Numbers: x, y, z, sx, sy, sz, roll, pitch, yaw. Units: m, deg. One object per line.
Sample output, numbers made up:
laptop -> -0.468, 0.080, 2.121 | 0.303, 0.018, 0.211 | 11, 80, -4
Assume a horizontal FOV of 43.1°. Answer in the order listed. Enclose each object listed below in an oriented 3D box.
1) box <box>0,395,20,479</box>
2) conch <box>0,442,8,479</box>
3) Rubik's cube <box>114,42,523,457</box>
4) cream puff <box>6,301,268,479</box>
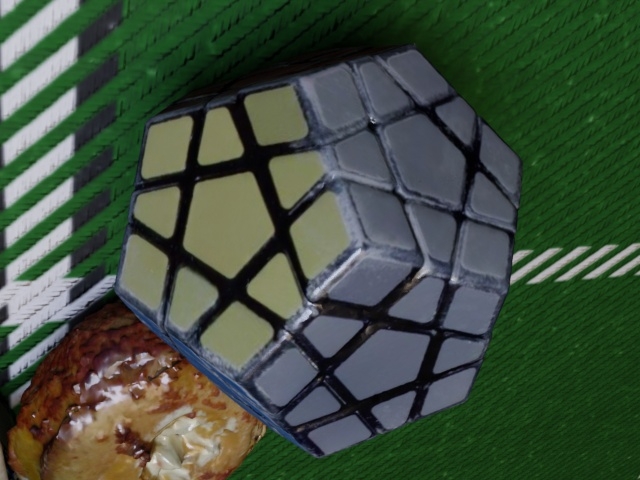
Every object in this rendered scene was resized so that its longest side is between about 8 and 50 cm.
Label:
box -> -0.438, 0.249, 0.766 | 0.310, 0.084, 0.198 | -19, 133, -9
conch -> -0.317, 0.250, 0.700 | 0.094, 0.104, 0.176 | -37, 148, -52
Rubik's cube -> 0.000, 0.000, 0.623 | 0.264, 0.319, 0.319 | -50, 137, -15
cream puff -> -0.169, 0.156, 0.758 | 0.240, 0.164, 0.240 | -25, 141, -23
